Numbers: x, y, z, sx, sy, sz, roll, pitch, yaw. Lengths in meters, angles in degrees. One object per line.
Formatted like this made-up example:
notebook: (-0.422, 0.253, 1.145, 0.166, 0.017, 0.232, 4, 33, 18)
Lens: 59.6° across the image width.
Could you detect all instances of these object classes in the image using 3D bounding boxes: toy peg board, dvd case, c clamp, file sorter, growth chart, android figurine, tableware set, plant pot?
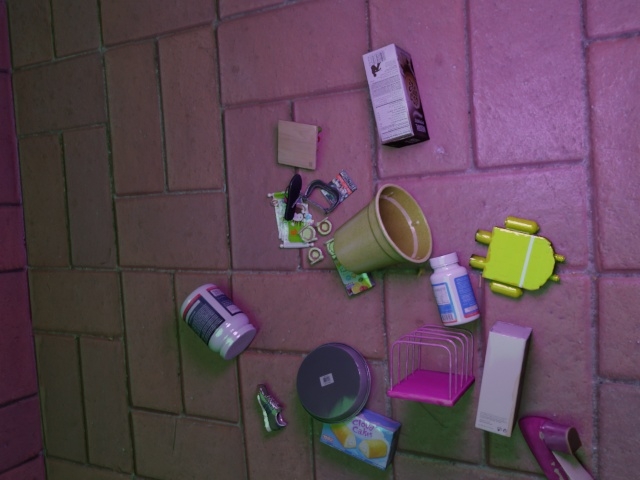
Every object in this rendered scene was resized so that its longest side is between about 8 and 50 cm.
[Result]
toy peg board: (-0.068, -0.360, 2.062, 0.161, 0.079, 0.161, 15, 117, 27)
dvd case: (0.066, -0.185, 2.029, 0.119, 0.013, 0.087, -41, 76, 23)
c clamp: (-0.009, -0.149, 2.042, 0.160, 0.022, 0.137, 26, 88, 23)
file sorter: (0.358, 0.382, 1.770, 0.202, 0.290, 0.182, 2, 92, 28)
growth chart: (-0.106, -0.081, 2.126, 0.171, 0.021, 0.238, -12, 89, 27)
android figurine: (0.609, 0.054, 1.738, 0.272, 0.056, 0.249, 13, 100, 27)
tableware set: (0.000, 0.000, 2.064, 0.141, 0.020, 0.169, -27, 85, 19)
plant pot: (0.187, -0.010, 1.860, 0.253, 0.276, 0.276, -29, 81, 38)

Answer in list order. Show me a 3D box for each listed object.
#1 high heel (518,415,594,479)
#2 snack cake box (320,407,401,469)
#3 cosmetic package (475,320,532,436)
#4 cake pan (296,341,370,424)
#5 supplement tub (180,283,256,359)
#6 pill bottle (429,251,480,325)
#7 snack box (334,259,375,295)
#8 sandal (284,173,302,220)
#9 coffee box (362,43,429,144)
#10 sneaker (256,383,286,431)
high heel: (0.735, 0.724, 1.726, 0.181, 0.127, 0.378, -7, 96, 57)
snack cake box: (0.143, 0.693, 2.021, 0.264, 0.089, 0.152, 15, 102, 26)
cosmetic package: (0.569, 0.424, 1.734, 0.113, 0.160, 0.310, 11, 100, 26)
cake pan: (0.036, 0.511, 2.022, 0.293, 0.054, 0.293, -9, 68, 22)
supplement tub: (-0.407, 0.321, 2.222, 0.272, 0.191, 0.191, 42, 111, 19)
pill bottle: (0.426, 0.155, 1.806, 0.124, 0.124, 0.222, -16, 86, 28)
snack box: (0.122, 0.118, 2.011, 0.100, 0.037, 0.141, -26, 82, 26)
sandal: (-0.112, -0.162, 2.076, 0.040, 0.067, 0.179, 24, 107, 34)
coffee box: (0.248, -0.462, 1.823, 0.118, 0.168, 0.297, -13, 89, 28)
sneaker: (-0.188, 0.657, 2.212, 0.086, 0.064, 0.192, -16, 87, 20)
